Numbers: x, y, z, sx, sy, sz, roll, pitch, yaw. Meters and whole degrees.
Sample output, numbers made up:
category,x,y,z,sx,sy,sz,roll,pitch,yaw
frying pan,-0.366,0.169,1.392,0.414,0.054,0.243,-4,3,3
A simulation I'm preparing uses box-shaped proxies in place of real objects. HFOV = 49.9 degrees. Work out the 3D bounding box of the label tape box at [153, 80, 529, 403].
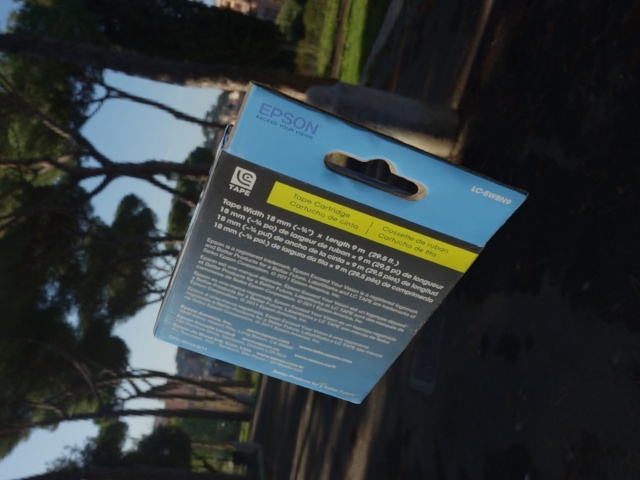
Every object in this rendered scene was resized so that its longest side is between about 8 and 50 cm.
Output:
category,x,y,z,sx,sy,sz,roll,pitch,yaw
label tape box,0.000,0.000,0.660,0.106,0.241,0.333,-82,17,-47
